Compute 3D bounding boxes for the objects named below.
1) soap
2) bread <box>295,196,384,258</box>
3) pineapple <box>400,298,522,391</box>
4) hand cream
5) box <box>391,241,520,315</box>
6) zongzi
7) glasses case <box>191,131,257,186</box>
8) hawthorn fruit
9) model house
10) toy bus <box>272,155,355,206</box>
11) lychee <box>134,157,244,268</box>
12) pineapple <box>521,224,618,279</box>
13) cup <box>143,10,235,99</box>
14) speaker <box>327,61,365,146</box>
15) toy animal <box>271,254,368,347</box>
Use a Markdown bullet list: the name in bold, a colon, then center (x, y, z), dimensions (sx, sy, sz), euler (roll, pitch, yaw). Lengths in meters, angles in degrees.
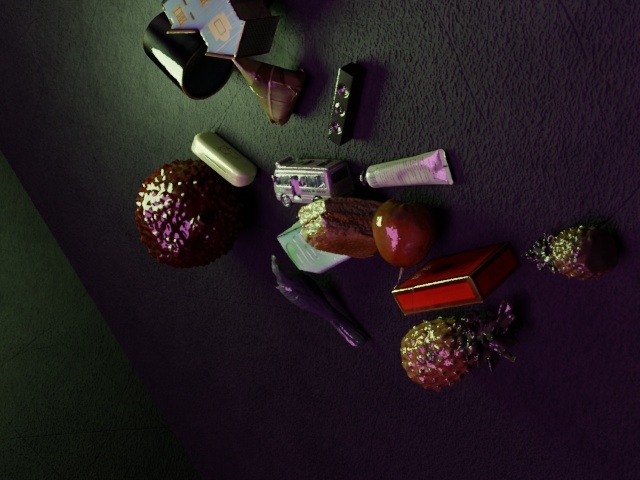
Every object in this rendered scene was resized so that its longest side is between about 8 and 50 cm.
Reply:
- **soap**: center (0.000, 0.000, 2.130), dimensions (0.145, 0.091, 0.230), euler (57, 143, -2)
- **bread**: center (0.058, -0.030, 1.951), dimensions (0.138, 0.196, 0.102), euler (-37, 49, 54)
- **pineapple**: center (0.329, 0.223, 1.903), dimensions (0.340, 0.169, 0.169), euler (-34, 91, 46)
- **hand cream**: center (0.183, -0.148, 1.853), dimensions (0.233, 0.050, 0.080), euler (-3, 114, 44)
- **box**: center (0.286, 0.082, 1.822), dimensions (0.239, 0.153, 0.074), euler (-18, 108, 52)
- **zongzi**: center (-0.136, -0.344, 1.968), dimensions (0.176, 0.079, 0.160), euler (14, 141, -11)
- **glasses case**: center (-0.253, -0.215, 2.248), dimensions (0.196, 0.083, 0.050), euler (38, 126, 19)
- **hawthorn fruit**: center (0.193, -0.004, 1.857), dimensions (0.149, 0.149, 0.189), euler (-17, 97, 52)
- **model house**: center (-0.188, -0.494, 1.867), dimensions (0.271, 0.178, 0.207), euler (-30, 88, 34)
- **toy bus**: center (-0.021, -0.140, 2.040), dimensions (0.198, 0.096, 0.108), euler (7, 119, 43)
- **lychee**: center (-0.354, -0.074, 2.312), dimensions (0.330, 0.305, 0.306), euler (-138, 27, -66)
- **pineapple**: center (0.468, 0.026, 1.633), dimensions (0.108, 0.108, 0.197), euler (62, 155, -10)
- **cup**: center (-0.299, -0.486, 2.078), dimensions (0.177, 0.239, 0.166), euler (41, -176, 27)
- **speaker**: center (0.056, -0.296, 1.873), dimensions (0.040, 0.046, 0.191), euler (37, 142, 25)
- **toy animal**: center (-0.042, 0.140, 2.248), dimensions (0.367, 0.081, 0.205), euler (45, 171, -26)
